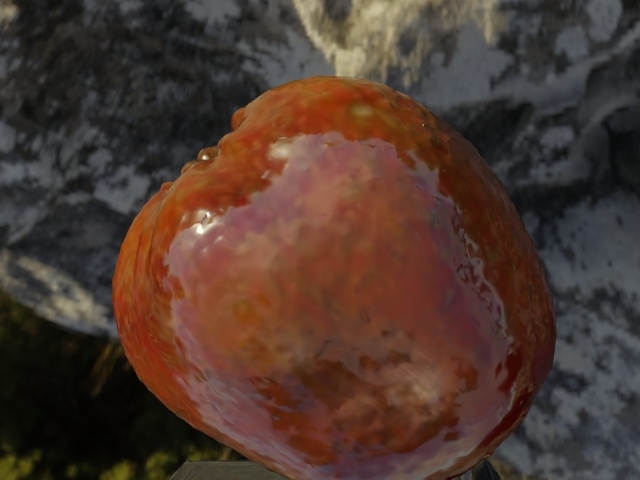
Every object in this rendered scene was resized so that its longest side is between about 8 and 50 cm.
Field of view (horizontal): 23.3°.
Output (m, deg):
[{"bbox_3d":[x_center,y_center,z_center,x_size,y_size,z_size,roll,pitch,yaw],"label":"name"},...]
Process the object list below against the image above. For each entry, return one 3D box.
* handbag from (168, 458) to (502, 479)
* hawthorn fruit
[{"bbox_3d":[0.042,0.290,1.201,0.301,0.178,0.275,-7,138,36],"label":"handbag"},{"bbox_3d":[0.024,0.037,0.597,0.203,0.163,0.162,44,116,-5],"label":"hawthorn fruit"}]
